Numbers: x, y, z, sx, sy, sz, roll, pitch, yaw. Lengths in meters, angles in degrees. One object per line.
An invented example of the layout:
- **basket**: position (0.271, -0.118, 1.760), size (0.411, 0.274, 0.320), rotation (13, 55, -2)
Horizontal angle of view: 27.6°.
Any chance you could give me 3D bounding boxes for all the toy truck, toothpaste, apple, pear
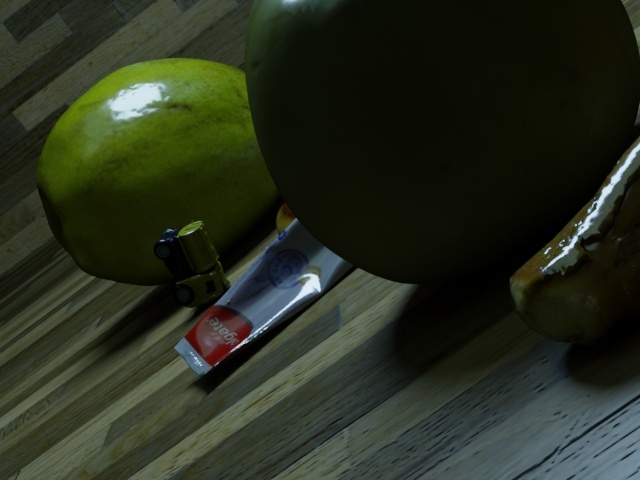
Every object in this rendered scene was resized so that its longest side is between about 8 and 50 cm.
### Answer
- **toy truck**: position (-0.129, 0.026, 1.330), size (0.054, 0.083, 0.049), rotation (-19, 15, 10)
- **toothpaste**: position (0.000, 0.000, 1.080), size (0.301, 0.048, 0.075), rotation (-44, 53, -4)
- **apple**: position (0.080, -0.106, 0.857), size (0.262, 0.262, 0.262), rotation (-36, 11, 8)
- **pear**: position (-0.172, -0.084, 1.497), size (0.307, 0.253, 0.253), rotation (-29, 10, -10)

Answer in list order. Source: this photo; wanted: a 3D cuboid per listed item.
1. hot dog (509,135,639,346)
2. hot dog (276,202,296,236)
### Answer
- **hot dog**: position (0.210, -0.052, 0.658), size (0.289, 0.068, 0.083), rotation (-44, -10, -12)
- **hot dog**: position (0.003, -0.021, 1.181), size (0.090, 0.060, 0.140), rotation (-38, 20, -9)
